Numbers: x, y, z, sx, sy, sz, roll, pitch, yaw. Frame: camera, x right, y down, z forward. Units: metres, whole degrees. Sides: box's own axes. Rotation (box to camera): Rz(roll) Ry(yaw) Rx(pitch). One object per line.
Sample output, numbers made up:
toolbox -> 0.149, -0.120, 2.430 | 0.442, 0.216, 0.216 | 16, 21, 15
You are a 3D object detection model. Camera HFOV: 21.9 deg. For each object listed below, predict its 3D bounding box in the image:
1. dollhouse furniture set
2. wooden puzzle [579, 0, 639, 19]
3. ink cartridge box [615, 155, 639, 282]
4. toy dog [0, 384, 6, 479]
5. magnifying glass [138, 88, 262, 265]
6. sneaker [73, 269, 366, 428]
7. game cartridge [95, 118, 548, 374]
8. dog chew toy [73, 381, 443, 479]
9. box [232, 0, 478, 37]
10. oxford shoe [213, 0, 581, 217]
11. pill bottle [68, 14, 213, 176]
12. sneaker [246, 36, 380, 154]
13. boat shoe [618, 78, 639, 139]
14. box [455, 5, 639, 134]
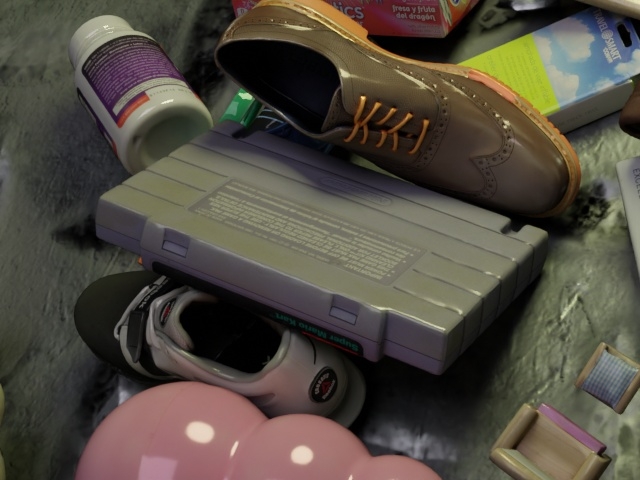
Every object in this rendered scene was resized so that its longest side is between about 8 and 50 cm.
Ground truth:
dollhouse furniture set -> 0.312, 0.116, 1.195 | 0.286, 0.198, 0.303 | 36, 95, 21
wooden puzzle -> 0.375, -0.356, 1.567 | 0.347, 0.080, 0.322 | 20, 82, 22
ink cartridge box -> 0.433, 0.027, 1.368 | 0.330, 0.071, 0.324 | -18, 52, 16
toy dog -> -0.481, 0.171, 1.596 | 0.407, 0.284, 0.395 | 15, 67, 31
magnifying glass -> -0.119, -0.069, 1.713 | 0.026, 0.092, 0.231 | 33, 84, 3
sneaker -> -0.119, 0.074, 1.530 | 0.330, 0.146, 0.122 | 14, 69, 35
game cartridge -> 0.000, 0.000, 1.498 | 0.355, 0.068, 0.230 | 21, 37, 23
dog chew toy -> -0.038, 0.231, 1.389 | 0.331, 0.207, 0.207 | 5, 61, 21
box -> 0.036, -0.296, 1.728 | 0.256, 0.123, 0.128 | 7, 37, 30
oxford shoe -> 0.065, -0.108, 1.541 | 0.363, 0.130, 0.133 | 26, 28, 13
pill bottle -> -0.201, -0.159, 1.788 | 0.108, 0.108, 0.193 | -37, 50, 0
sneaker -> -0.021, -0.117, 1.696 | 0.232, 0.081, 0.090 | -43, 13, 10
boat shoe -> 0.382, -0.071, 1.348 | 0.123, 0.123, 0.342 | -52, 46, -5
box -> 0.228, -0.157, 1.612 | 0.178, 0.042, 0.109 | -23, 52, 11
